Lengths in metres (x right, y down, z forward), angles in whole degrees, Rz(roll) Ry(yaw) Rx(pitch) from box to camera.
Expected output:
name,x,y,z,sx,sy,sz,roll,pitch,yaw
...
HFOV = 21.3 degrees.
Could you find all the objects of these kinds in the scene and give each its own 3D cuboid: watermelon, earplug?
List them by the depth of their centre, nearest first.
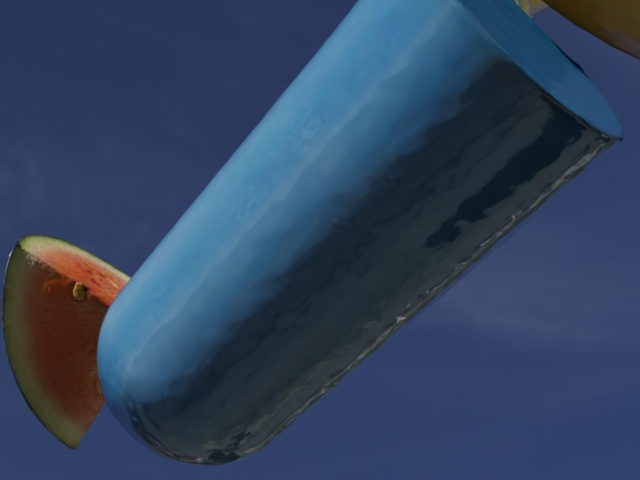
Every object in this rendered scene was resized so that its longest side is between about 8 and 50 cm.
name,x,y,z,sx,sy,sz,roll,pitch,yaw
earplug,0.000,0.000,0.800,0.132,0.132,0.273,31,-68,-36
watermelon,-0.149,0.051,1.069,0.094,0.125,0.135,5,-37,40

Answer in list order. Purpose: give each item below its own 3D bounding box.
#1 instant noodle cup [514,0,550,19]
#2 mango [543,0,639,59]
name,x,y,z,sx,sy,sz,roll,pitch,yaw
instant noodle cup,0.162,-0.231,0.877,0.174,0.213,0.213,-14,-47,6
mango,0.116,-0.224,0.547,0.182,0.253,0.365,-34,-73,-34
